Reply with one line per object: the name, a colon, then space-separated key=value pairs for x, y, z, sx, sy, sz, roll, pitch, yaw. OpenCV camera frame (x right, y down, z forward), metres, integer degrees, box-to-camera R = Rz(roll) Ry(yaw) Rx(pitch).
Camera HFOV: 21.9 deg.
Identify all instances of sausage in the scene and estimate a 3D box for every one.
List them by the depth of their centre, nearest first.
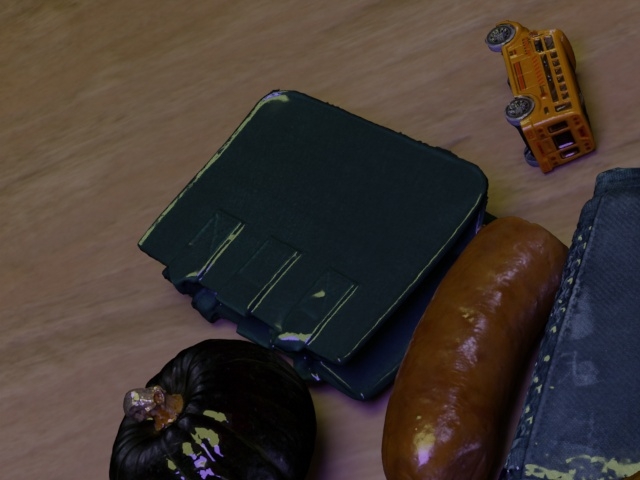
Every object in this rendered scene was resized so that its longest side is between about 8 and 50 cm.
sausage: x=0.121 y=0.102 z=1.353 sx=0.109 sy=0.109 sz=0.270 roll=2 pitch=51 yaw=34

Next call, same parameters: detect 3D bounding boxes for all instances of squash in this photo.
squash: x=-0.090 y=0.173 z=1.385 sx=0.193 sy=0.155 sz=0.193 roll=-20 pitch=18 yaw=7

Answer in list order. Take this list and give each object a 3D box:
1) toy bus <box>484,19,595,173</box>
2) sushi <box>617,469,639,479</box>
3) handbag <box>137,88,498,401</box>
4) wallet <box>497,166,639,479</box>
toy bus: x=0.208 y=-0.144 z=1.558 sx=0.074 sy=0.069 sz=0.162 roll=-21 pitch=44 yaw=14
sushi: x=0.213 y=0.236 z=1.056 sx=0.204 sy=0.200 sz=0.213 roll=35 pitch=37 yaw=32
handbag: x=0.001 y=0.000 z=1.542 sx=0.238 sy=0.089 sz=0.326 roll=-47 pitch=43 yaw=-14
wallet: x=0.290 y=0.086 z=1.282 sx=0.237 sy=0.075 sz=0.342 roll=2 pitch=49 yaw=26
